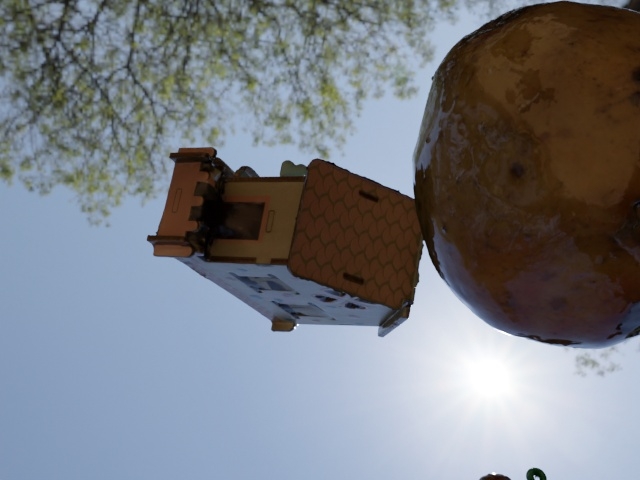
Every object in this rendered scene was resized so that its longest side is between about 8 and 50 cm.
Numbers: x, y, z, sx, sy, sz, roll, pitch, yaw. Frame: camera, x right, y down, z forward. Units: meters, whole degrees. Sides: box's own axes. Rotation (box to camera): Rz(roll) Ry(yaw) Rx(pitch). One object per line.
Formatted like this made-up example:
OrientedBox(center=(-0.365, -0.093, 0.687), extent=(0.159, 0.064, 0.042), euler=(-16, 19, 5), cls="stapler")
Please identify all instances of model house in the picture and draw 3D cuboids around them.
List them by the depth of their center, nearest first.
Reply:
OrientedBox(center=(0.000, 0.000, 0.904), extent=(0.244, 0.326, 0.169), euler=(4, -111, 27), cls="model house")

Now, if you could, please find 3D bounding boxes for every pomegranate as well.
OrientedBox(center=(0.203, -0.056, 0.639), extent=(0.281, 0.281, 0.281), euler=(7, -140, -6), cls="pomegranate")

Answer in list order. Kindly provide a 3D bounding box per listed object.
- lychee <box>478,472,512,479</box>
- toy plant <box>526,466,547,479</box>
OrientedBox(center=(0.278, 0.443, 1.285), extent=(0.140, 0.114, 0.101), euler=(-8, -153, 9), cls="lychee")
OrientedBox(center=(0.251, 0.369, 0.953), extent=(0.142, 0.105, 0.200), euler=(12, -132, -11), cls="toy plant")
